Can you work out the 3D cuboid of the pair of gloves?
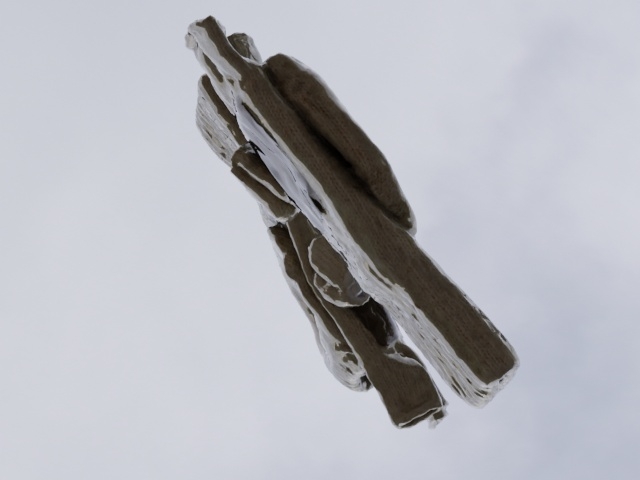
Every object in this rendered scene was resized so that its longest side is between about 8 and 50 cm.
[{"bbox_3d":[0.000,0.000,0.865,0.042,0.240,0.204,-34,-93,-10],"label":"pair of gloves"}]
